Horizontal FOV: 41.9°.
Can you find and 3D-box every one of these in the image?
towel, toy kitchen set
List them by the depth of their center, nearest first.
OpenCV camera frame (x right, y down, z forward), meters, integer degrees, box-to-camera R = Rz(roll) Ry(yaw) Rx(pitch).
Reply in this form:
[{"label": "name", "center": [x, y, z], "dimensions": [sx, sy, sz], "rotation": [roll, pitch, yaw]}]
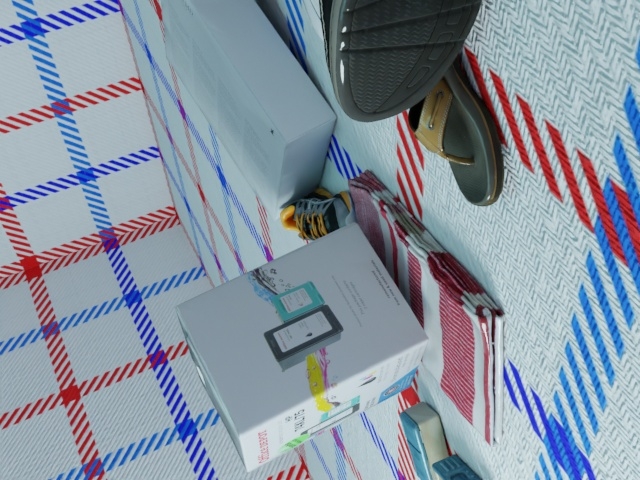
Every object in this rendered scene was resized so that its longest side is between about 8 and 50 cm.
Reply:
[{"label": "towel", "center": [0.130, 0.083, 1.077], "dimensions": [0.329, 0.037, 0.237], "rotation": [52, 159, 48]}, {"label": "toy kitchen set", "center": [0.134, 0.350, 1.175], "dimensions": [0.207, 0.166, 0.122], "rotation": [-146, 37, -65]}]

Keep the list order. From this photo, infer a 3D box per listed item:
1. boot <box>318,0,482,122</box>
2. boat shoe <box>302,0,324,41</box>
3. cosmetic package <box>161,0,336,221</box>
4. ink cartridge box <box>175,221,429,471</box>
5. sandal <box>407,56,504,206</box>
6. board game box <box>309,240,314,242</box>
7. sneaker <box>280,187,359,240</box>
[{"label": "boot", "center": [0.016, -0.321, 0.711], "dimensions": [0.284, 0.138, 0.378], "rotation": [54, 156, 41]}, {"label": "boat shoe", "center": [-0.010, -0.334, 0.883], "dimensions": [0.268, 0.096, 0.088], "rotation": [68, 162, -1]}, {"label": "cosmetic package", "center": [-0.127, -0.251, 1.334], "dimensions": [0.377, 0.097, 0.284], "rotation": [56, 165, 14]}, {"label": "ink cartridge box", "center": [-0.028, 0.147, 1.135], "dimensions": [0.197, 0.270, 0.198], "rotation": [59, 165, 23]}, {"label": "sandal", "center": [0.110, -0.132, 0.794], "dimensions": [0.090, 0.060, 0.219], "rotation": [170, 79, -75]}, {"label": "board game box", "center": [0.000, 0.000, 1.461], "dimensions": [0.090, 0.020, 0.090], "rotation": [155, 95, -76]}, {"label": "sneaker", "center": [0.003, -0.029, 1.289], "dimensions": [0.215, 0.083, 0.084], "rotation": [-163, 55, -70]}]
